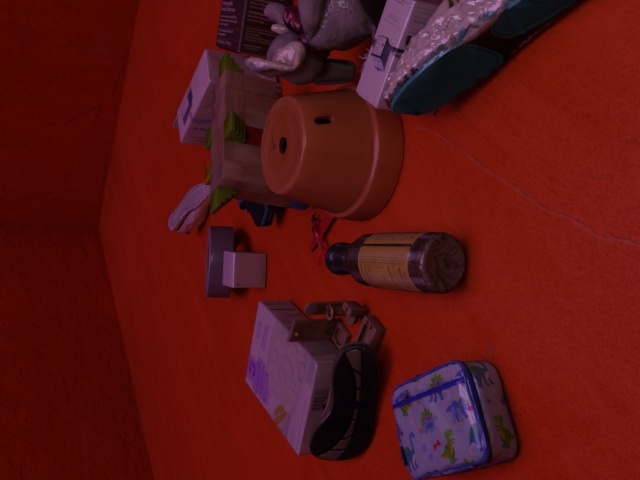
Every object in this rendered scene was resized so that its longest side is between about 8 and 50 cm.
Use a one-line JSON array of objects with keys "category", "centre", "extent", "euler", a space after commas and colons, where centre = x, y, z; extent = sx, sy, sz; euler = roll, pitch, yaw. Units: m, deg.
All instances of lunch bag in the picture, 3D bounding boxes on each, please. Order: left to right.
[{"category": "lunch bag", "centre": [0.213, 0.298, 1.053], "extent": [0.219, 0.090, 0.176], "euler": [-40, 52, 51]}]

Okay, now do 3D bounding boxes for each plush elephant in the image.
[{"category": "plush elephant", "centre": [-0.012, -0.426, 1.256], "extent": [0.255, 0.272, 0.330], "euler": [-20, 79, 28]}]

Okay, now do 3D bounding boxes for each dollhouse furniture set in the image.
[{"category": "dollhouse furniture set", "centre": [0.029, 0.200, 1.335], "extent": [0.151, 0.123, 0.144], "euler": [51, 132, 48]}]

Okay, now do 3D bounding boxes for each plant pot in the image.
[{"category": "plant pot", "centre": [0.007, -0.188, 1.313], "extent": [0.291, 0.203, 0.290], "euler": [-2, 88, 59]}]

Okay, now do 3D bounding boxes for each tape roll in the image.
[{"category": "tape roll", "centre": [-0.309, 0.065, 1.917], "extent": [0.219, 0.072, 0.219], "euler": [-177, 90, -76]}]

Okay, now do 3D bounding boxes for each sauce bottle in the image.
[{"category": "sauce bottle", "centre": [0.124, 0.037, 1.195], "extent": [0.344, 0.111, 0.111], "euler": [3, 91, 61]}]

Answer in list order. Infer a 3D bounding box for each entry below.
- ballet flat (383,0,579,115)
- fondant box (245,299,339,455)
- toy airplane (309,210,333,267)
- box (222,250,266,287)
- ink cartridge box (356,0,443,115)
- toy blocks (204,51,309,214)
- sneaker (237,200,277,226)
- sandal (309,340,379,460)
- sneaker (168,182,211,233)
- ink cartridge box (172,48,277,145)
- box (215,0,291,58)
[{"category": "ballet flat", "centre": [0.255, -0.343, 0.964], "extent": [0.409, 0.147, 0.147], "euler": [-31, 62, 44]}, {"category": "fondant box", "centre": [-0.065, 0.319, 1.524], "extent": [0.330, 0.096, 0.238], "euler": [37, 120, 56]}, {"category": "toy airplane", "centre": [0.000, 0.000, 1.489], "extent": [0.151, 0.028, 0.151], "euler": [-1, 89, 61]}, {"category": "box", "centre": [-0.216, 0.082, 1.786], "extent": [0.087, 0.102, 0.101], "euler": [4, 91, 62]}, {"category": "ink cartridge box", "centre": [0.164, -0.327, 1.109], "extent": [0.082, 0.140, 0.190], "euler": [51, 132, 45]}, {"category": "toy blocks", "centre": [-0.122, -0.235, 1.507], "extent": [0.191, 0.261, 0.381], "euler": [-38, 49, 56]}, {"category": "sneaker", "centre": [-0.215, -0.155, 1.775], "extent": [0.341, 0.125, 0.139], "euler": [46, 132, 54]}, {"category": "sandal", "centre": [0.059, 0.338, 1.319], "extent": [0.086, 0.120, 0.302], "euler": [-90, 14, -70]}, {"category": "sneaker", "centre": [-0.432, -0.110, 2.194], "extent": [0.235, 0.095, 0.090], "euler": [-40, 47, 28]}, {"category": "ink cartridge box", "centre": [-0.285, -0.375, 1.818], "extent": [0.353, 0.207, 0.119], "euler": [-46, 49, 51]}, {"category": "box", "centre": [-0.166, -0.696, 1.701], "extent": [0.191, 0.143, 0.381], "euler": [34, 116, 56]}]
